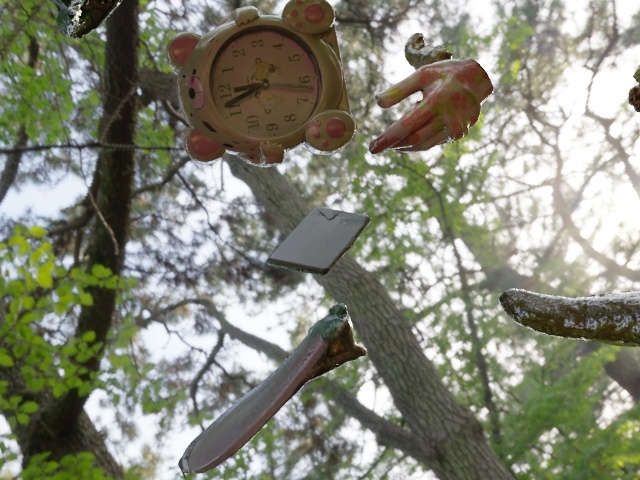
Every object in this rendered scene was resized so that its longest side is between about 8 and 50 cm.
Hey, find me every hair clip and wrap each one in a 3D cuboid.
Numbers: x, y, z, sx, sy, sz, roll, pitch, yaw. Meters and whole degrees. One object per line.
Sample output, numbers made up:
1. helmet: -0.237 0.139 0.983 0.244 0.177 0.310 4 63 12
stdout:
1. hair clip: -0.078 0.240 1.069 0.359 0.110 0.095 -38 -38 -2

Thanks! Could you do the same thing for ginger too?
1. ginger: 0.209 -0.377 1.431 0.069 0.173 0.051 -46 -53 12

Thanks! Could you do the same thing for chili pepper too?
1. chili pepper: -0.404 -0.432 1.149 0.116 0.264 0.148 38 -98 -9

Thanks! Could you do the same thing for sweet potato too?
1. sweet potato: 0.354 0.096 0.898 0.075 0.273 0.075 2 -93 -46

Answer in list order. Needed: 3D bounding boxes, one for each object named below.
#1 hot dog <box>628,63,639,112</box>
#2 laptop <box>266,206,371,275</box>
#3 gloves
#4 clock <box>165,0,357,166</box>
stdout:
1. hot dog: 0.589 -0.268 1.116 0.213 0.103 0.146 -25 -57 2
2. laptop: 0.000 0.000 1.494 0.207 0.154 0.026 -50 -40 -43
3. gloves: 0.192 -0.226 1.270 0.241 0.126 0.145 -44 -38 -13
4. clock: -0.106 -0.274 1.263 0.309 0.114 0.284 -11 -85 -5
